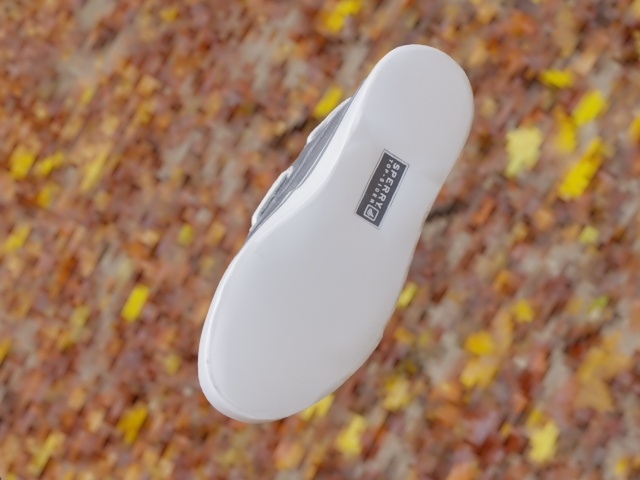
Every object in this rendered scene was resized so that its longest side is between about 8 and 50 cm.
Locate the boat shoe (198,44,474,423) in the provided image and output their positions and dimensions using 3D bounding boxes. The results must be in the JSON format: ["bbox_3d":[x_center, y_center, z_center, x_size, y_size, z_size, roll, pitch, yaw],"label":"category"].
[{"bbox_3d":[0.000,0.000,1.316,0.102,0.108,0.301,-34,25,60],"label":"boat shoe"}]
